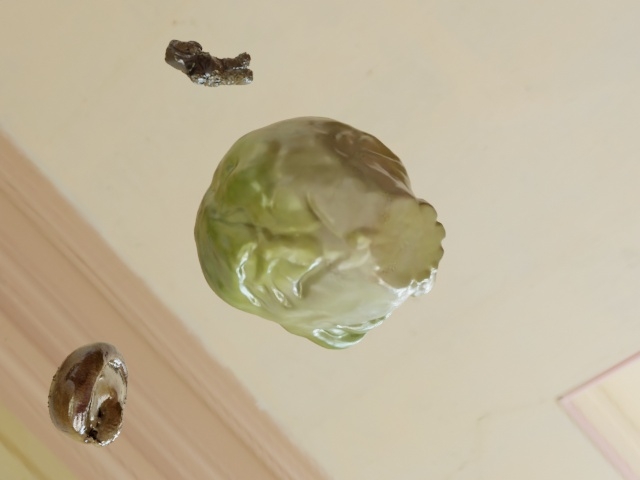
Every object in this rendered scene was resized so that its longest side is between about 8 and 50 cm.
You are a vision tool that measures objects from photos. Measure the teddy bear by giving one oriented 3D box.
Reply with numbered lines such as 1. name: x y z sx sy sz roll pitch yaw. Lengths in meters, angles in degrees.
1. teddy bear: -0.206 -0.313 1.716 0.160 0.078 0.119 13 -141 -20

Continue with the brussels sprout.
1. brussels sprout: -0.011 -0.007 1.106 0.273 0.316 0.243 44 -116 -4

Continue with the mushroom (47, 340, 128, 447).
1. mushroom: -0.255 0.173 1.075 0.087 0.127 0.127 12 -152 9
